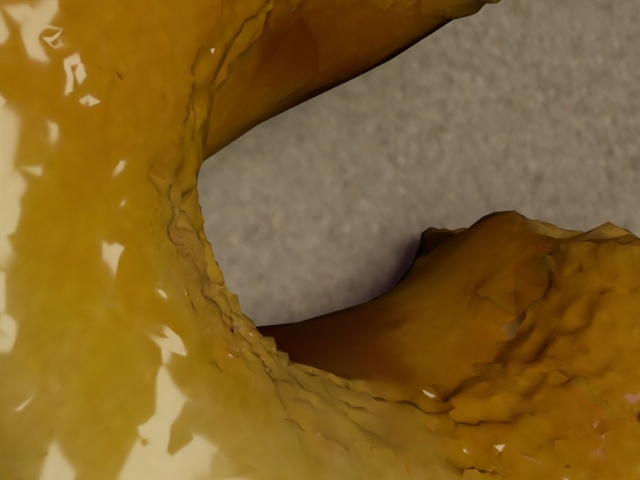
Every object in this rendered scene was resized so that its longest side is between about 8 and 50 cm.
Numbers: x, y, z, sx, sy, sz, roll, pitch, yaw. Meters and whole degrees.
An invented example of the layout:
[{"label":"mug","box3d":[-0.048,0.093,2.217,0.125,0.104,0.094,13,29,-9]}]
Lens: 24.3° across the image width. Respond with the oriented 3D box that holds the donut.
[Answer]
[{"label":"donut","box3d":[0.000,0.000,0.530,0.378,0.163,0.435,-36,104,-28]}]
